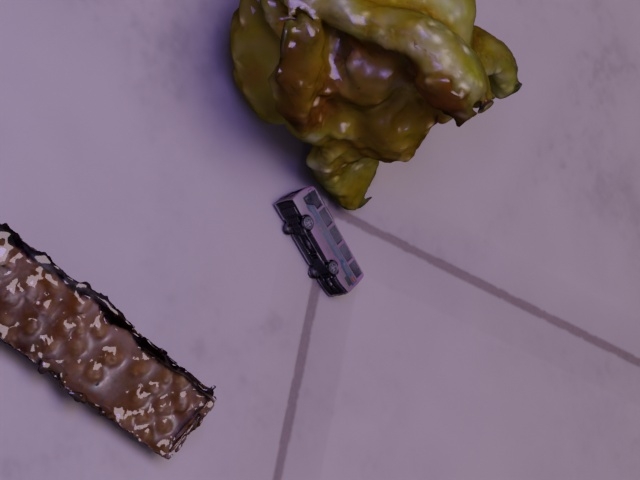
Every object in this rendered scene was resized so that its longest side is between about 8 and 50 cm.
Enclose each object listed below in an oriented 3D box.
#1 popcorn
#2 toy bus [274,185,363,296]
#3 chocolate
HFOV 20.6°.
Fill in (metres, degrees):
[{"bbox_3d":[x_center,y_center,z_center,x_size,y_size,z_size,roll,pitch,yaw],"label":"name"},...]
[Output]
[{"bbox_3d":[0.064,-0.216,1.928,0.326,0.321,0.290,-6,73,-19],"label":"popcorn"},{"bbox_3d":[0.000,0.000,1.982,0.052,0.037,0.130,-42,109,-39],"label":"toy bus"},{"bbox_3d":[-0.245,0.095,1.743,0.329,0.065,0.102,41,76,-26],"label":"chocolate"}]
